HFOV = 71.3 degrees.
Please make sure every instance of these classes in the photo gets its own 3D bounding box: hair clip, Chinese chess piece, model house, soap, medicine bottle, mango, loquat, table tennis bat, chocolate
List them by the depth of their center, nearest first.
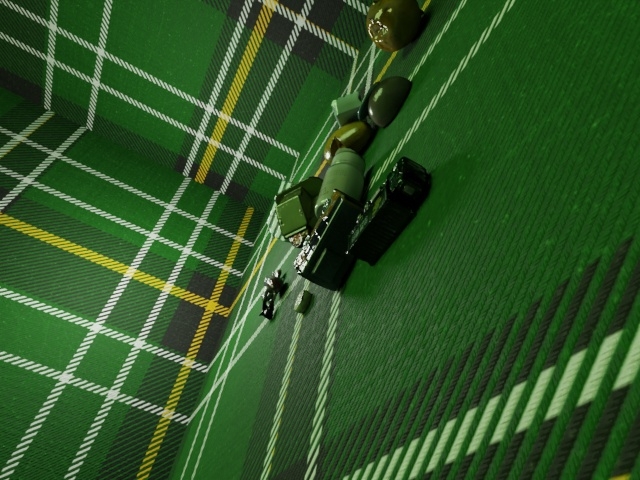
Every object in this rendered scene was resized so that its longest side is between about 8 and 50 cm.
[{"bbox_3d":[0.074,-0.176,1.509,0.143,0.143,0.258,-48,21,51],"label":"medicine bottle"},{"bbox_3d":[-0.063,0.213,1.556,0.084,0.034,0.084,-60,13,23],"label":"Chinese chess piece"},{"bbox_3d":[-0.052,-0.047,1.577,0.218,0.205,0.279,-24,42,32],"label":"model house"},{"bbox_3d":[0.195,-0.520,1.721,0.153,0.040,0.244,-57,-10,4],"label":"table tennis bat"},{"bbox_3d":[0.118,-0.516,1.795,0.198,0.119,0.067,23,-132,-78],"label":"soap"},{"bbox_3d":[0.112,-0.396,1.808,0.262,0.130,0.167,-36,20,46],"label":"mango"},{"bbox_3d":[0.305,-0.896,1.816,0.244,0.244,0.244,-58,14,24],"label":"loquat"},{"bbox_3d":[-0.089,-0.034,1.933,0.124,0.127,0.133,-151,71,-68],"label":"chocolate"},{"bbox_3d":[-0.155,-0.146,2.253,0.173,0.095,0.290,24,95,37],"label":"soap"},{"bbox_3d":[-0.263,0.237,2.256,0.124,0.052,0.195,-55,16,40],"label":"hair clip"}]

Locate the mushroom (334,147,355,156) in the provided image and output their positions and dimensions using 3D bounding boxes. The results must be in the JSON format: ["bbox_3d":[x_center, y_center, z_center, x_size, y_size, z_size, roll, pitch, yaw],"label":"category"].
[{"bbox_3d":[0.083,-0.257,1.769,0.116,0.093,0.225,61,152,33],"label":"mushroom"}]

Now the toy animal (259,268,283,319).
[{"bbox_3d":[-0.219,0.210,2.053,0.324,0.090,0.195,-79,10,-53],"label":"toy animal"}]

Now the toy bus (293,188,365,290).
[{"bbox_3d":[0.041,0.003,1.322,0.275,0.138,0.167,-60,15,8],"label":"toy bus"}]

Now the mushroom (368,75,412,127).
[{"bbox_3d":[0.237,-0.507,1.597,0.188,0.117,0.141,-55,27,20],"label":"mushroom"}]

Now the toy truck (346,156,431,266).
[{"bbox_3d":[0.162,-0.073,1.096,0.259,0.088,0.121,-57,14,35],"label":"toy truck"}]
